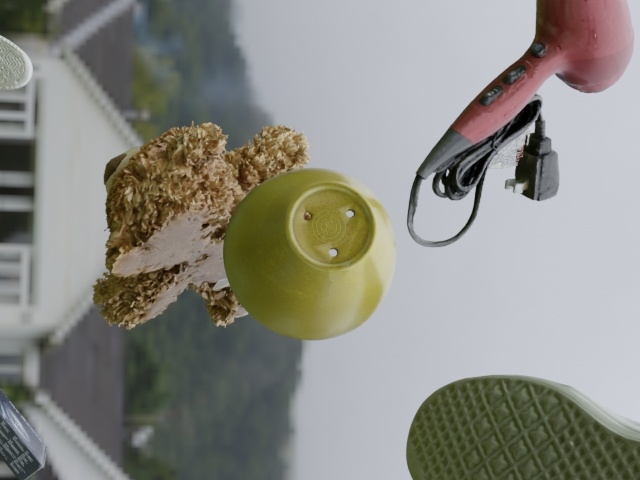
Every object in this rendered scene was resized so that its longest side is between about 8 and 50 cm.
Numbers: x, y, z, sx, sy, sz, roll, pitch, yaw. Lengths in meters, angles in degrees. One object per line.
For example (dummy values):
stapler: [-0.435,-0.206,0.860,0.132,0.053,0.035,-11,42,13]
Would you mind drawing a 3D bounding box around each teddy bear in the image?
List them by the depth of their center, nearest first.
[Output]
teddy bear: [-0.106,-0.017,1.827,0.245,0.338,0.113,-46,-116,26]

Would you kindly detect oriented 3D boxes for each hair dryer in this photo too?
hair dryer: [0.184,-0.133,1.613,0.080,0.224,0.293,26,-63,26]

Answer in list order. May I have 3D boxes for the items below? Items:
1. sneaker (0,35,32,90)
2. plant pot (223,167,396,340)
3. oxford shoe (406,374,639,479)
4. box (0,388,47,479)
sneaker: [-0.357,-0.183,1.945,0.084,0.152,0.058,-21,121,-88]
plant pot: [0.000,0.000,1.457,0.095,0.134,0.134,127,-38,-72]
oxford shoe: [0.269,0.229,1.747,0.449,0.130,0.169,10,-103,39]
box: [-0.210,0.114,1.260,0.083,0.018,0.067,53,-2,-7]
